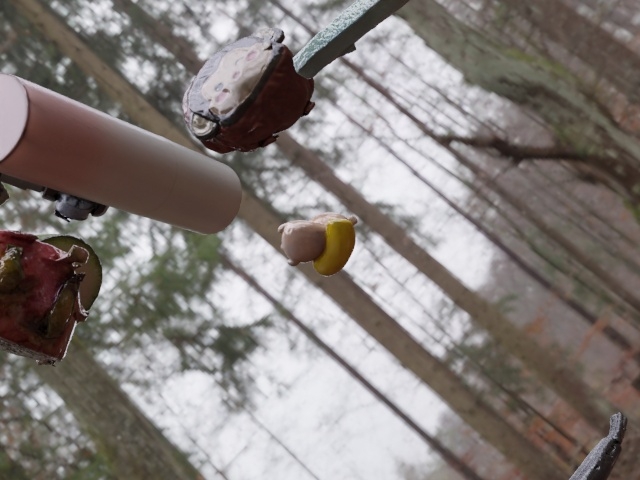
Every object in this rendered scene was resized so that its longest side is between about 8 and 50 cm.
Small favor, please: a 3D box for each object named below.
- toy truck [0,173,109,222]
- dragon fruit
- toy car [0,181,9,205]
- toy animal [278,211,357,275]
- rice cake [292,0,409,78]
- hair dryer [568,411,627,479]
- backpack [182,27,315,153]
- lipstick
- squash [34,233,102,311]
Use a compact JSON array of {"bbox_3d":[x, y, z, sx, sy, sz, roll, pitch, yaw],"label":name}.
[{"bbox_3d":[-0.341,-0.118,1.066,0.253,0.124,0.114,21,-70,-22],"label":"toy truck"},{"bbox_3d":[-0.401,0.057,1.231,0.282,0.211,0.147,45,-121,-54],"label":"dragon fruit"},{"bbox_3d":[-0.648,-0.029,1.493,0.226,0.242,0.336,-21,24,9],"label":"toy car"},{"bbox_3d":[0.000,0.000,1.428,0.082,0.114,0.091,-90,-9,-61],"label":"toy animal"},{"bbox_3d":[0.036,-0.242,1.118,0.042,0.030,0.180,14,-33,-39],"label":"rice cake"},{"bbox_3d":[0.231,0.241,0.933,0.219,0.075,0.195,-39,-4,-33],"label":"hair dryer"},{"bbox_3d":[-0.128,-0.237,1.590,0.229,0.229,0.139,-48,-50,-5],"label":"backpack"},{"bbox_3d":[-0.205,-0.076,0.987,0.087,0.087,0.327,-54,-30,10],"label":"lipstick"},{"bbox_3d":[-0.480,0.063,1.705,0.170,0.123,0.170,-11,-72,-39],"label":"squash"}]
